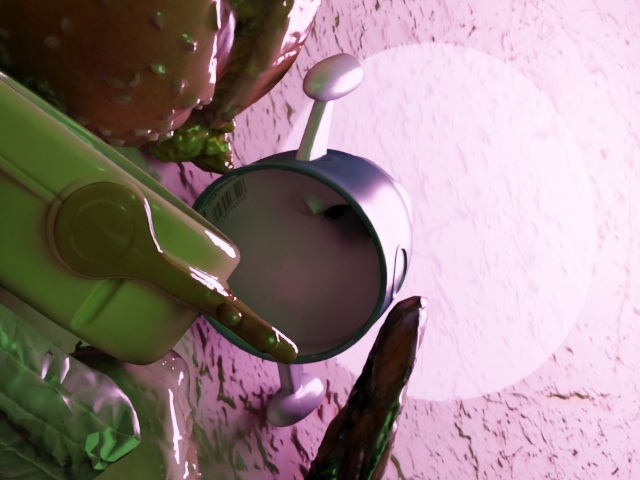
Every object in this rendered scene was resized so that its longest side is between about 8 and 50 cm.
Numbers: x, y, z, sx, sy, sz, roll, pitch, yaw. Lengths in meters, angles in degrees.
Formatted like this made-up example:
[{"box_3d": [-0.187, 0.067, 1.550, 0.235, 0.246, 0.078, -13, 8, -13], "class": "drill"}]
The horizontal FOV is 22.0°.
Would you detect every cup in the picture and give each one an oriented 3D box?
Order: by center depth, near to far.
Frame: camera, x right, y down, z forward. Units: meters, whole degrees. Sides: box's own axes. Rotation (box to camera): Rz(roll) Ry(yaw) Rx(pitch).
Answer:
[{"box_3d": [0.000, 0.000, 1.315, 0.173, 0.167, 0.299, -31, 131, -66], "class": "cup"}]

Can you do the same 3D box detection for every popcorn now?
[{"box_3d": [-0.101, -0.083, 1.286, 0.068, 0.059, 0.083, -42, 112, -5], "class": "popcorn"}]

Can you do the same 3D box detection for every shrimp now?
[{"box_3d": [0.014, 0.201, 1.252, 0.071, 0.233, 0.365, 22, 63, 2], "class": "shrimp"}]

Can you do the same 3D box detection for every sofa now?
[{"box_3d": [-0.231, 0.038, 0.948, 0.210, 0.225, 0.176, 43, 54, -33], "class": "sofa"}]

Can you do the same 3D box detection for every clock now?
[{"box_3d": [-0.150, -0.014, 0.988, 0.096, 0.308, 0.235, -54, 172, -1], "class": "clock"}]

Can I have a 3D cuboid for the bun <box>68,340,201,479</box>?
[{"box_3d": [-0.145, 0.176, 1.059, 0.239, 0.141, 0.239, 179, -90, -84], "class": "bun"}]

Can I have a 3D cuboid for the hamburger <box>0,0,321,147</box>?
[{"box_3d": [-0.136, -0.296, 1.111, 0.268, 0.287, 0.445, -28, 93, -47], "class": "hamburger"}]
